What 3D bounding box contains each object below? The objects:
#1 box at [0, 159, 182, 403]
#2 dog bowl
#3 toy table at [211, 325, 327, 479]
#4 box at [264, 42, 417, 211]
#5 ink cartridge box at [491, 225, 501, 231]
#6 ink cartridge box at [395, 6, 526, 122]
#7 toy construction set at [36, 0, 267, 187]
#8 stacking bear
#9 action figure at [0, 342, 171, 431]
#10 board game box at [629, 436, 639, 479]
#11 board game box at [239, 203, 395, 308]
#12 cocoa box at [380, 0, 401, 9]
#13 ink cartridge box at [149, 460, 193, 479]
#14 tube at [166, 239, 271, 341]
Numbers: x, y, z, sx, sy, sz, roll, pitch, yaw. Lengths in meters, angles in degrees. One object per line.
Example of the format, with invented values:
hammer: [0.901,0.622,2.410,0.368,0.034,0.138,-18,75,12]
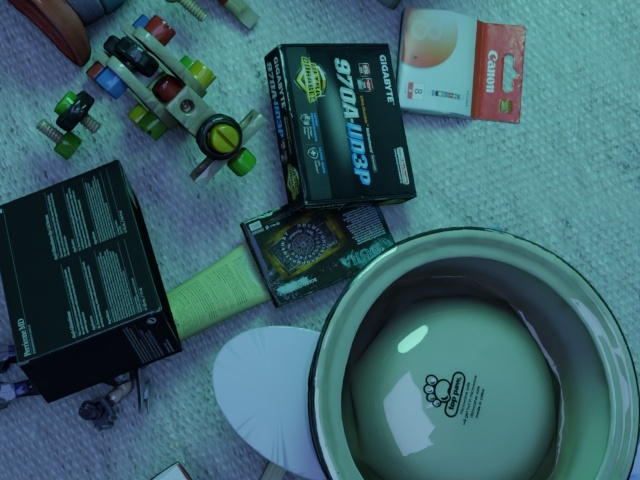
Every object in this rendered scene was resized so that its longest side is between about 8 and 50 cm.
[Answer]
box: [-0.299,0.048,1.683,0.184,0.103,0.261,-19,51,-3]
dog bowl: [0.166,0.196,1.599,0.408,0.150,0.408,3,78,-15]
toy table: [-0.011,0.216,1.735,0.274,0.161,0.252,38,83,2]
box: [0.027,-0.152,1.794,0.175,0.051,0.220,-4,80,-29]
ink cartridge box: [0.168,0.089,1.781,0.203,0.086,0.148,-18,67,-4]
ink cartridge box: [0.196,-0.242,1.859,0.179,0.045,0.145,5,84,-1]
toy construction set: [-0.166,-0.209,1.771,0.237,0.257,0.309,40,64,-16]
stacking bear: [-0.282,-0.403,1.789,0.175,0.164,0.289,44,80,2]
action figure: [-0.332,0.165,1.752,0.285,0.099,0.185,-10,72,-9]
board game box: [0.525,0.341,1.674,0.318,0.066,0.319,-38,88,-6]
board game box: [0.000,0.000,1.815,0.186,0.026,0.126,-22,86,-13]
cocoa box: [0.040,-0.514,1.773,0.347,0.228,0.231,35,83,-4]
ink cartridge box: [-0.177,0.338,1.723,0.056,0.135,0.099,-36,87,-10]
tube: [-0.158,0.084,1.769,0.240,0.062,0.070,-30,128,-31]
